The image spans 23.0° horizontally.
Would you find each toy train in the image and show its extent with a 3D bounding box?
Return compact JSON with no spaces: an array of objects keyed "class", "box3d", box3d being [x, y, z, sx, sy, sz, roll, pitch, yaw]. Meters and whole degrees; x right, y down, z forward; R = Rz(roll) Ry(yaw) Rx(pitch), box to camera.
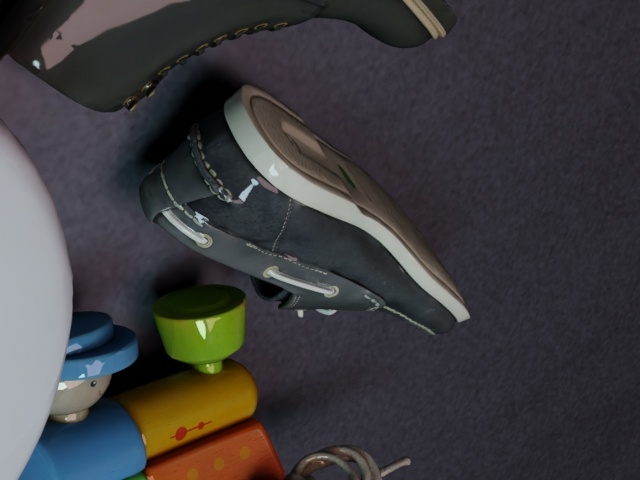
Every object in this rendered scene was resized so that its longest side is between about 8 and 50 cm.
[{"class":"toy train","box3d":[-0.050,0.086,0.798,0.248,0.105,0.143,-18,111,-40]}]

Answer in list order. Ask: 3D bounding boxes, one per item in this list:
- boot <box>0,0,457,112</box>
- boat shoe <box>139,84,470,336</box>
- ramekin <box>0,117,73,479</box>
[{"class":"boot","box3d":[-0.044,-0.099,0.699,0.198,0.077,0.137,27,100,-36]},{"class":"boat shoe","box3d":[0.000,0.000,0.803,0.079,0.084,0.233,-40,144,13]},{"class":"ramekin","box3d":[-0.223,0.028,0.554,0.277,0.135,0.277,-23,130,-31]}]
